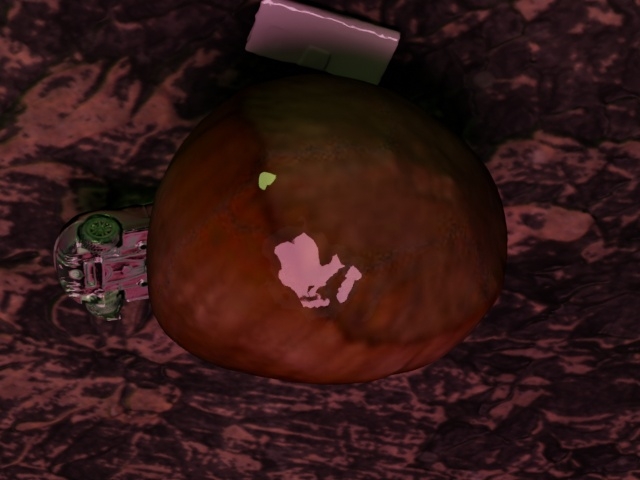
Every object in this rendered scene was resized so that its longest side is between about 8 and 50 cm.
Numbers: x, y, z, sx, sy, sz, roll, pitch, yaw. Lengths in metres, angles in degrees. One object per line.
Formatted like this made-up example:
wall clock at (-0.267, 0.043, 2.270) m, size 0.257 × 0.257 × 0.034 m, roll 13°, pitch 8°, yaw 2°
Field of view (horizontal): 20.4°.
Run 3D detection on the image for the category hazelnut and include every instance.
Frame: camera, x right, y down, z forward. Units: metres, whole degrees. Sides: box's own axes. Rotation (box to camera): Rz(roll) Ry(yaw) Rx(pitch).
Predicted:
hazelnut at (0.000, 0.000, 1.025) m, size 0.214 × 0.176 × 0.214 m, roll -5°, pitch 149°, yaw -3°

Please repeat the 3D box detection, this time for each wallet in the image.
wallet at (0.001, -0.116, 1.023) m, size 0.083 × 0.011 × 0.044 m, roll 14°, pitch 136°, yaw -11°

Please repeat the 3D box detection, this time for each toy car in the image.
toy car at (-0.098, 0.002, 1.125) m, size 0.142 × 0.055 × 0.069 m, roll -10°, pitch 136°, yaw -14°
